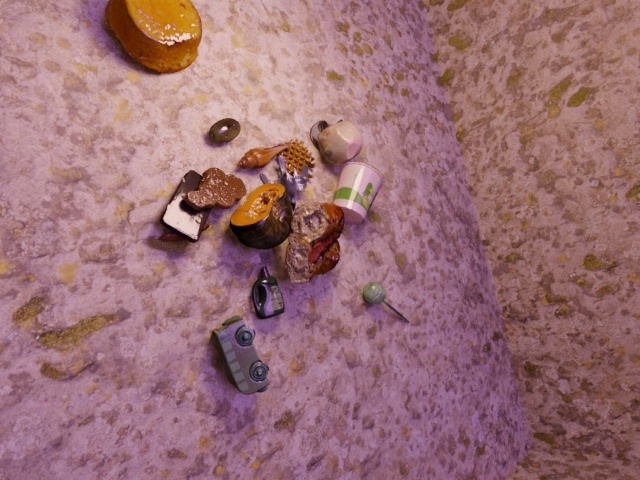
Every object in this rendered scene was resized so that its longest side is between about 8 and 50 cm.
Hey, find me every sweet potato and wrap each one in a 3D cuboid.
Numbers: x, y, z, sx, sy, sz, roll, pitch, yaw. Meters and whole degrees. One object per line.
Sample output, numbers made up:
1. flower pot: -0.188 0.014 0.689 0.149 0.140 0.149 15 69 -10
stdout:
1. sweet potato: -0.533 -0.031 1.585 0.202 0.055 0.058 -23 98 -42

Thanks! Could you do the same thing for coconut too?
1. coconut: 0.104 -0.518 2.147 0.230 0.227 0.227 -42 107 -43

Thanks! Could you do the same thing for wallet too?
1. wallet: -0.514 -0.142 1.602 0.165 0.042 0.309 34 45 -25

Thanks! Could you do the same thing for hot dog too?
1. hot dog: 0.000 0.000 1.884 0.365 0.196 0.366 -17 120 -71

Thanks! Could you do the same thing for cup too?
1. cup: 0.183 -0.245 2.164 0.253 0.253 0.273 36 65 -29

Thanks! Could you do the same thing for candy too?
1. candy: 0.390 0.373 2.272 0.440 0.119 0.119 42 54 -34

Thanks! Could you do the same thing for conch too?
1. conch: -0.262 -0.396 1.892 0.330 0.109 0.093 -26 116 -43

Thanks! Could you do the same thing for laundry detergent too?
1. laundry detergent: -0.239 0.226 1.760 0.144 0.078 0.221 -13 88 -39

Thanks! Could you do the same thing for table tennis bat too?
1. table tennis bat: 0.046 -0.611 2.275 0.301 0.022 0.173 -45 110 -37

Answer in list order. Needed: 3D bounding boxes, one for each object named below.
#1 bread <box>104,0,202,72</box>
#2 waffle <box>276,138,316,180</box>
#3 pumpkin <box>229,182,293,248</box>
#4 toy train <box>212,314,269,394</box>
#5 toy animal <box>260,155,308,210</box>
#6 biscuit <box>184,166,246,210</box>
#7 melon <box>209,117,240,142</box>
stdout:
1. bread: -0.644 -0.866 1.614 0.358 0.204 0.336 -42 111 -42
2. waffle: -0.124 -0.404 2.048 0.232 0.051 0.228 -27 97 -41
3. pumpkin: -0.257 -0.079 1.767 0.325 0.242 0.232 -56 145 -40
4. toy train: -0.311 0.462 1.584 0.159 0.129 0.326 -22 95 -20
5. toy animal: -0.163 -0.277 1.940 0.239 0.176 0.255 -12 70 -23
6. biscuit: -0.437 -0.206 1.663 0.183 0.047 0.319 50 36 -9
7. melon: -0.424 -0.486 1.775 0.162 0.099 0.099 -43 107 -41
